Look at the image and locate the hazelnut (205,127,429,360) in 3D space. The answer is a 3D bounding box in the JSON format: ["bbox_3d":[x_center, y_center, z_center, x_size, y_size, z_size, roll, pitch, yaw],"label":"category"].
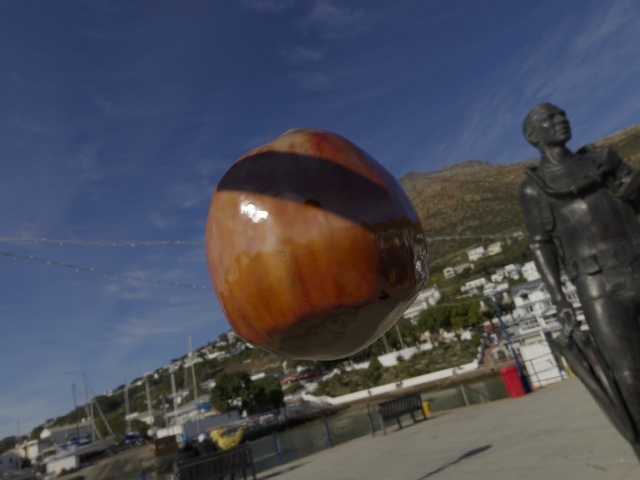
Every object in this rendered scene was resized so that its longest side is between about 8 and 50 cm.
[{"bbox_3d":[0.003,0.009,0.746,0.365,0.366,0.366,-13,-18,-4],"label":"hazelnut"}]
